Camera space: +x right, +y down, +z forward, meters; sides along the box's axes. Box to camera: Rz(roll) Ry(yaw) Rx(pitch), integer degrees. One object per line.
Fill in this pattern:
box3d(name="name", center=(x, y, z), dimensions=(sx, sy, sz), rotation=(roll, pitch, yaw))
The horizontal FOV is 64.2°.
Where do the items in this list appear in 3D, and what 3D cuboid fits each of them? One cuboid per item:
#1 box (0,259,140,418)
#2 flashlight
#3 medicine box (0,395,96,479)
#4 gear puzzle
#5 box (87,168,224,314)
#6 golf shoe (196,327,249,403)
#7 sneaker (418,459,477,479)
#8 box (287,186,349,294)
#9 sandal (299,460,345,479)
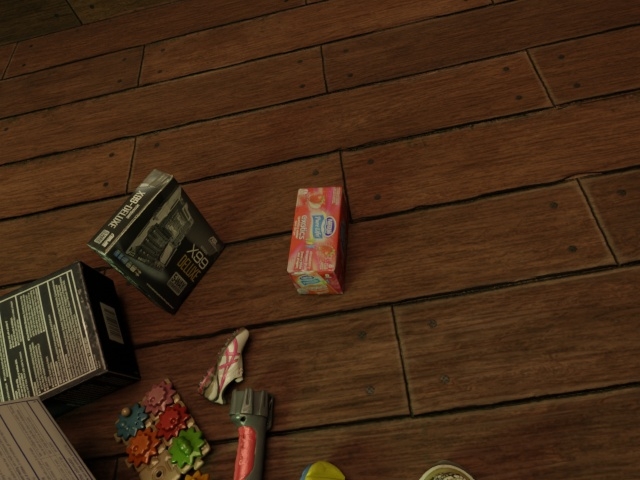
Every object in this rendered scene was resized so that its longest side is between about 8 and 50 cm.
box3d(name="box", center=(-0.645, 0.255, 1.245), dimensions=(0.294, 0.183, 0.296), rotation=(-24, 67, -3))
box3d(name="flashlight", center=(-0.167, 0.467, 1.065), dimensions=(0.103, 0.103, 0.304), rotation=(-7, 58, 13))
box3d(name="medicine box", center=(-0.611, 0.439, 0.911), dimensions=(0.263, 0.289, 0.149), rotation=(33, 105, 32))
box3d(name="gear puzzle", center=(-0.343, 0.459, 1.116), dimensions=(0.175, 0.044, 0.339), rotation=(-40, 48, -13))
box3d(name="box", center=(-0.398, 0.012, 1.293), dimensions=(0.076, 0.307, 0.242), rotation=(21, 64, 30))
box3d(name="golf shoe", center=(-0.214, 0.298, 1.217), dimensions=(0.086, 0.067, 0.186), rotation=(30, 66, 0))
box3d(name="sneaker", center=(0.149, 0.563, 0.875), dimensions=(0.158, 0.182, 0.410), rotation=(23, 66, 26))
box3d(name="box", center=(0.000, 0.000, 1.311), dimensions=(0.122, 0.128, 0.257), rotation=(-2, 57, 13))
box3d(name="sandal", center=(-0.019, 0.577, 0.950), dimensions=(0.126, 0.138, 0.317), rotation=(28, 42, -18))
